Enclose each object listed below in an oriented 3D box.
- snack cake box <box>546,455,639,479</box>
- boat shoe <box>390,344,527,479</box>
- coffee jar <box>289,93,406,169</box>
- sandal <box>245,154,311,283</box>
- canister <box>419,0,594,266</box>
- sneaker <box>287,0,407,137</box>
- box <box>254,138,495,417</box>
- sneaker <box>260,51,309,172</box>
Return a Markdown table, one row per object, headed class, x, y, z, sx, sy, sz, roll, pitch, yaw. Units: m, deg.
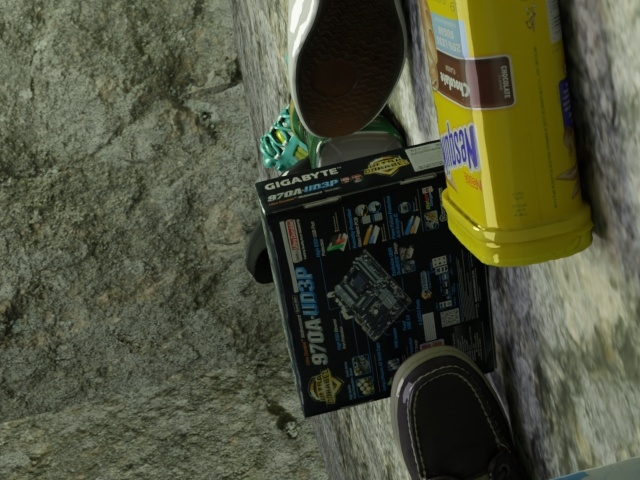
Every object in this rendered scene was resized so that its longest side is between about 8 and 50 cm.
| class | x | y | z | sx | sy | sz | roll | pitch | yaw |
| --- | --- | --- | --- | --- | --- | --- | --- | --- | --- |
| snack cake box | 0.194 | 0.266 | 0.761 | 0.152 | 0.089 | 0.264 | 85 | 170 | -51 |
| boat shoe | 0.136 | 0.224 | 1.210 | 0.092 | 0.103 | 0.285 | -130 | 23 | -66 |
| coffee jar | 0.024 | -0.115 | 1.490 | 0.184 | 0.096 | 0.079 | -115 | 23 | -61 |
| sandal | -0.002 | 0.001 | 1.764 | 0.107 | 0.167 | 0.446 | 57 | 171 | 10 |
| canister | 0.108 | -0.084 | 0.862 | 0.126 | 0.073 | 0.170 | -122 | 21 | -72 |
| sneaker | 0.021 | -0.232 | 1.283 | 0.123 | 0.106 | 0.290 | -104 | 15 | -49 |
| box | 0.050 | 0.035 | 1.193 | 0.051 | 0.175 | 0.220 | -111 | 9 | -56 |
| sneaker | -0.024 | -0.130 | 1.851 | 0.107 | 0.110 | 0.275 | -109 | 11 | -46 |
